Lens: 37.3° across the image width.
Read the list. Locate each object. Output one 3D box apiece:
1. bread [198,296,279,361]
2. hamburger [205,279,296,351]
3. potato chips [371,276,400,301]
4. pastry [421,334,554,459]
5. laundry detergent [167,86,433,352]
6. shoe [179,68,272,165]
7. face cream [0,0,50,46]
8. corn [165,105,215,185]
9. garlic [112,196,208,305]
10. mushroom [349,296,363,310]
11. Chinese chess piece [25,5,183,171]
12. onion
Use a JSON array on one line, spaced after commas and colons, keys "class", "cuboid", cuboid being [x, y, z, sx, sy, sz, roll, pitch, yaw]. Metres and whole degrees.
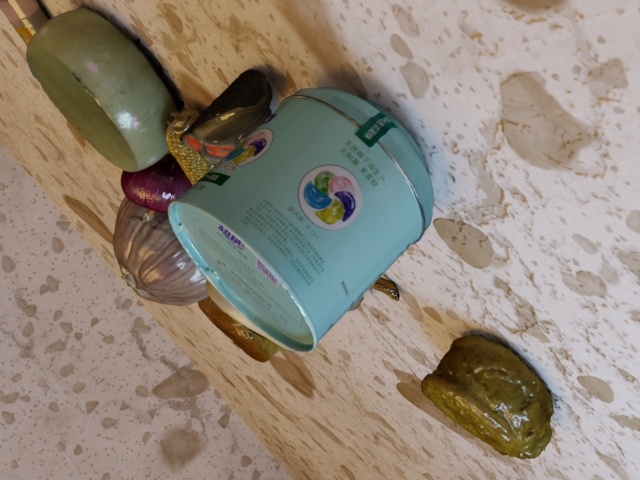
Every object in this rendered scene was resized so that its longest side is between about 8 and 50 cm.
[{"class": "bread", "cuboid": [-0.197, 0.193, 2.459, 0.253, 0.142, 0.227, 30, 163, 32]}, {"class": "hamburger", "cuboid": [-0.099, 0.096, 1.976, 0.294, 0.179, 0.276, 36, -175, -36]}, {"class": "potato chips", "cuboid": [0.053, 0.069, 1.777, 0.204, 0.026, 0.037, 15, 131, 7]}, {"class": "pastry", "cuboid": [0.304, 0.274, 1.667, 0.235, 0.132, 0.240, 39, 168, -9]}, {"class": "laundry detergent", "cuboid": [-0.011, -0.045, 1.359, 0.287, 0.305, 0.287, 38, 159, 18]}, {"class": "shoe", "cuboid": [-0.127, -0.171, 1.621, 0.171, 0.132, 0.336, 44, 163, -11]}, {"class": "face cream", "cuboid": [-0.616, -0.445, 2.115, 0.107, 0.073, 0.269, 12, 142, 44]}, {"class": "corn", "cuboid": [-0.224, -0.141, 1.898, 0.106, 0.106, 0.293, 29, 154, 38]}, {"class": "garlic", "cuboid": [-0.366, 0.019, 2.269, 0.317, 0.259, 0.317, 35, 159, 15]}, {"class": "mushroom", "cuboid": [-0.043, 0.004, 1.848, 0.351, 0.097, 0.109, 44, 172, -9]}, {"class": "Chinese chess piece", "cuboid": [-0.434, -0.303, 1.925, 0.349, 0.146, 0.349, 39, 160, 17]}, {"class": "onion", "cuboid": [-0.351, -0.122, 2.097, 0.177, 0.177, 0.153, 171, 91, -66]}]
